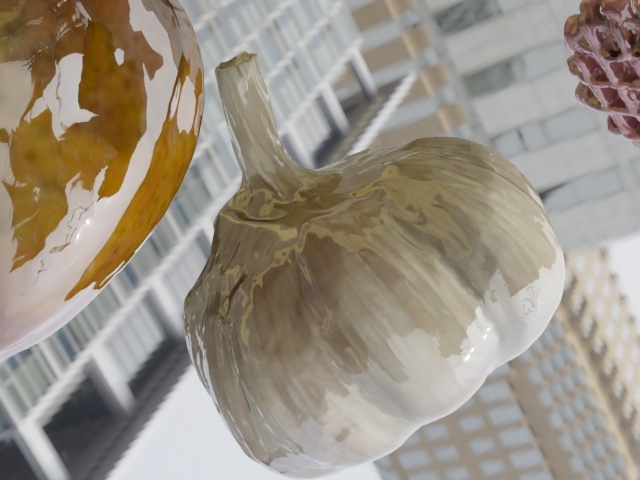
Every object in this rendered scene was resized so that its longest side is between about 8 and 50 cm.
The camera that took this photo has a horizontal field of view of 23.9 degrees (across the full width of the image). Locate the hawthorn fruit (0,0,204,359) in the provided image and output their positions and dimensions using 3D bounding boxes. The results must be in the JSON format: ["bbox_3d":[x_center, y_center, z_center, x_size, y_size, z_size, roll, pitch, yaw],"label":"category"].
[{"bbox_3d":[-0.167,-0.040,0.623,0.208,0.208,0.248,-8,-131,45],"label":"hawthorn fruit"}]

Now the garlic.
[{"bbox_3d":[0.000,0.000,0.802,0.219,0.212,0.218,-35,-167,9],"label":"garlic"}]

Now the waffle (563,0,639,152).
[{"bbox_3d":[0.303,-0.121,1.274,0.055,0.234,0.221,-49,166,-18],"label":"waffle"}]
